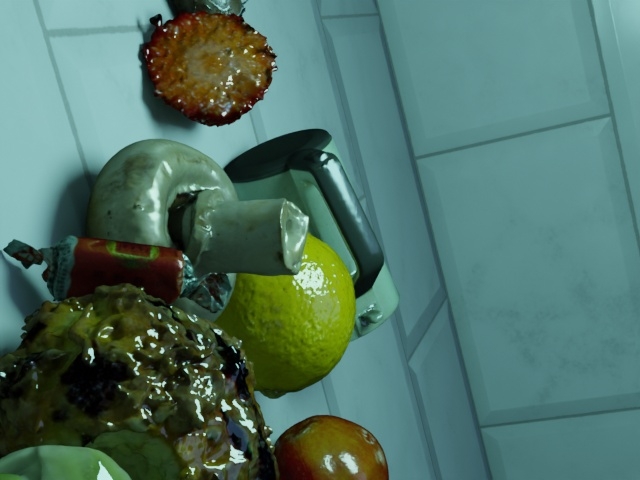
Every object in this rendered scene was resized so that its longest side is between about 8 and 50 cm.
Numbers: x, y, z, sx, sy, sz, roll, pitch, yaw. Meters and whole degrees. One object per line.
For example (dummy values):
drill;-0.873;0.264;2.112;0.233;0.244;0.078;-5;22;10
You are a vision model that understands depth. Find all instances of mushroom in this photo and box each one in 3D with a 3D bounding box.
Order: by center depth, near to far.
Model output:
mushroom;-0.174;-0.014;1.362;0.292;0.290;0.293;24;63;-60

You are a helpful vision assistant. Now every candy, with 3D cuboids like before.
candy;-0.255;0.043;1.221;0.059;0.292;0.086;-109;-149;-59

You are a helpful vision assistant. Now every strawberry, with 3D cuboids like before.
strawberry;-0.202;-0.278;1.676;0.178;0.234;0.234;112;-22;-66

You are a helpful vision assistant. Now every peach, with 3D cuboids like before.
peach;0.012;0.431;1.784;0.243;0.199;0.243;30;20;-12

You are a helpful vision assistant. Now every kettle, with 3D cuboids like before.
kettle;0.000;0.000;1.815;0.361;0.250;0.377;22;-43;63

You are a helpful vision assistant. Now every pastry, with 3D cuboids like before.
pastry;-0.206;0.233;1.165;0.405;0.292;0.337;60;16;-22

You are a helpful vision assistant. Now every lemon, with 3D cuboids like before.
lemon;-0.072;0.115;1.617;0.293;0.293;0.293;-11;90;-70

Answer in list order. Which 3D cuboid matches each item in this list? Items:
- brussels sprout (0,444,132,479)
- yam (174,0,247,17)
brussels sprout;-0.274;0.372;0.875;0.289;0.281;0.355;25;58;-25
yam;-0.236;-0.509;1.724;0.131;0.131;0.280;-72;145;-53
